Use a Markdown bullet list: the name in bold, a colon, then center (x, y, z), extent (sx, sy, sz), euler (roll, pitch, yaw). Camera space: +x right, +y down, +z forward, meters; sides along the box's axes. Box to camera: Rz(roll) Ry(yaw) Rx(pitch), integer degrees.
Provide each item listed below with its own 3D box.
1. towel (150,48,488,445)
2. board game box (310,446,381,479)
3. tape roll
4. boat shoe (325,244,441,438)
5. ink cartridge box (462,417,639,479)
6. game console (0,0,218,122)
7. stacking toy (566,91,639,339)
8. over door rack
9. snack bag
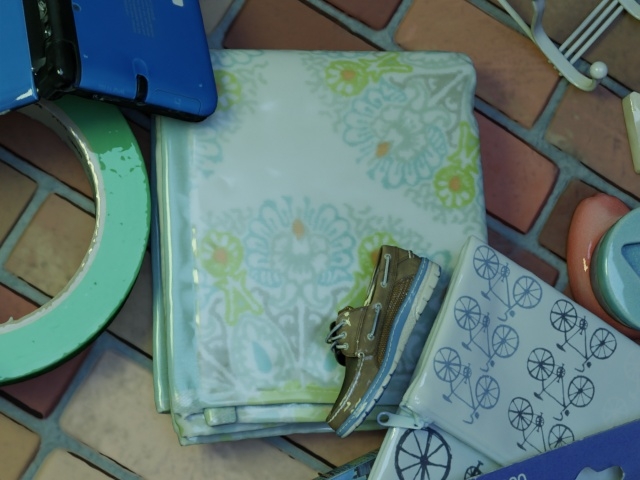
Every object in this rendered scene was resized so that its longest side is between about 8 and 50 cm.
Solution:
- **towel**: center (0.000, 0.000, 1.175), extent (0.321, 0.090, 0.374), euler (-1, 81, -14)
- **board game box**: center (0.023, 0.290, 1.142), extent (0.194, 0.060, 0.194), euler (-9, 83, -11)
- **tape roll**: center (-0.317, -0.026, 1.120), extent (0.321, 0.077, 0.321), euler (2, 81, -11)
- **boat shoe**: center (0.040, 0.087, 1.095), extent (0.066, 0.066, 0.183), euler (29, 65, -2)
- **ink cartridge box**: center (0.284, 0.343, 1.119), extent (0.324, 0.071, 0.330), euler (-14, 95, -26)
- **game console**: center (-0.258, -0.221, 1.122), extent (0.250, 0.173, 0.293), euler (9, 59, -43)
- **stacking toy**: center (0.421, -0.013, 1.234), extent (0.309, 0.130, 0.279), euler (13, 79, -9)
- **over door rack**: center (0.238, -0.346, 1.265), extent (0.324, 0.108, 0.239), euler (43, 75, -2)
- **snack bag**: center (0.187, 0.216, 1.138), extent (0.323, 0.037, 0.342), euler (33, 72, -25)
